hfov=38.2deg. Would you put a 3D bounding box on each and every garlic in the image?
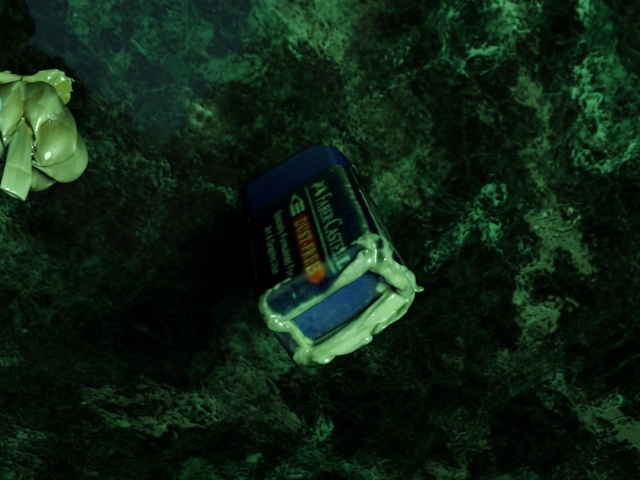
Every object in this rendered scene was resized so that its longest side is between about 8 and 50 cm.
[{"bbox_3d":[-0.321,-0.098,1.023,0.131,0.194,0.127,2,126,-20],"label":"garlic"}]

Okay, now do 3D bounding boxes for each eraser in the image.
[{"bbox_3d":[0.000,0.000,1.046,0.155,0.332,0.101,-31,117,7],"label":"eraser"}]

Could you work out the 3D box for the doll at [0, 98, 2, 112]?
[{"bbox_3d":[-0.528,-0.149,0.939,0.366,0.187,0.376,34,132,-4],"label":"doll"}]
